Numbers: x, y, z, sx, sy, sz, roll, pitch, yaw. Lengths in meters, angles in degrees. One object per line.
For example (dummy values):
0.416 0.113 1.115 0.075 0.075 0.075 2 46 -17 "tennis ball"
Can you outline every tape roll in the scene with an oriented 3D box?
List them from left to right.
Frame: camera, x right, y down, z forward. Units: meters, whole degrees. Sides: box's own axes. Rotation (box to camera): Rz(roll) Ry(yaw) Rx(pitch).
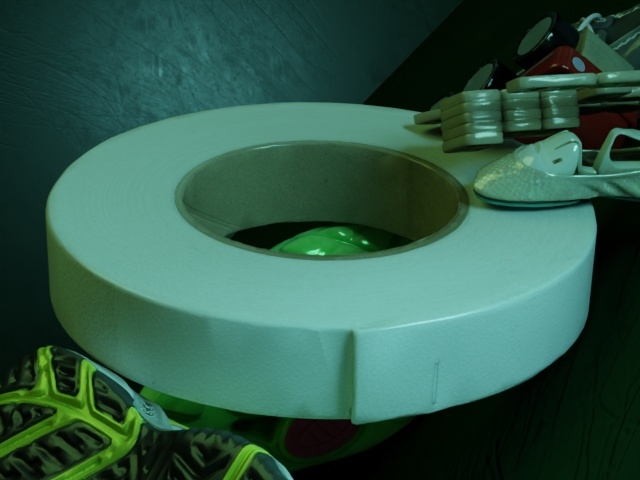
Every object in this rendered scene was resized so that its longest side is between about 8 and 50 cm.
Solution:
0.000 0.000 1.188 0.392 0.392 0.072 -61 -25 -63 "tape roll"

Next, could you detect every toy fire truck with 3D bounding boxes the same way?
0.150 -0.062 1.463 0.217 0.158 0.246 -36 23 43 "toy fire truck"

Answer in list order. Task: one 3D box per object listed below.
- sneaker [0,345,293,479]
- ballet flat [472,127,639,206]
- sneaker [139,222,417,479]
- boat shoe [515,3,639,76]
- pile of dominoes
-0.065 0.184 1.013 0.145 0.147 0.384 -53 42 -1 "sneaker"
0.187 -0.055 1.172 0.057 0.168 0.052 -112 24 -59 "ballet flat"
-0.082 0.157 1.345 0.483 0.185 0.202 -42 6 -5 "sneaker"
0.222 -0.150 1.646 0.335 0.095 0.112 -40 9 31 "boat shoe"
0.211 -0.092 1.232 0.251 0.040 0.196 -4 -3 -15 "pile of dominoes"
